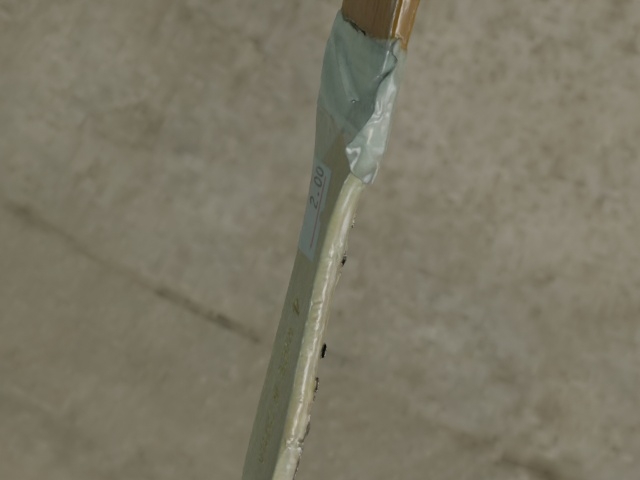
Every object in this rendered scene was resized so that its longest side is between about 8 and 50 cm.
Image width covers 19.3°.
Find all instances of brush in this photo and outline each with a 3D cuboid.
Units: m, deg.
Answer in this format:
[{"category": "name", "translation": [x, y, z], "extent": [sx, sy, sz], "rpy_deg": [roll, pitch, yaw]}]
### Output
[{"category": "brush", "translation": [0.000, 0.000, 0.948], "extent": [0.020, 0.085, 0.336], "rpy_deg": [4, 111, -22]}]
